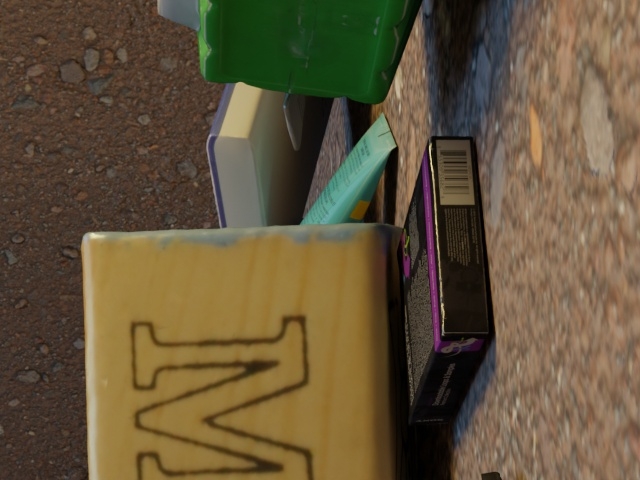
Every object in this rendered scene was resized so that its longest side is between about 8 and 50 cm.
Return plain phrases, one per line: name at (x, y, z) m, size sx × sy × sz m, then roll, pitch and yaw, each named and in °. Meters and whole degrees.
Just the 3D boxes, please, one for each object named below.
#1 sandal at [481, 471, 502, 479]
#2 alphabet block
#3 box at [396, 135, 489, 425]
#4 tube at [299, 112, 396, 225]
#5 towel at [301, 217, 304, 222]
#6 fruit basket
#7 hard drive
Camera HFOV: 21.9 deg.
sandal at (0.074, 0.188, 0.829) m, size 0.067 × 0.040 × 0.179 m, roll -96°, pitch 7°, yaw -48°
alphabet block at (-0.039, 0.090, 1.088) m, size 0.192 × 0.193 × 0.197 m, roll 6°, pitch -98°, yaw -80°
box at (0.068, 0.027, 0.941) m, size 0.162 × 0.029 × 0.116 m, roll 103°, pitch 166°, yaw -67°
tube at (0.000, 0.000, 1.274) m, size 0.207 × 0.052 × 0.080 m, roll -60°, pitch 20°, yaw 17°
towel at (-0.027, 0.077, 1.643) m, size 0.275 × 0.031 × 0.199 m, roll 13°, pitch -98°, yaw -82°
fruit basket at (-0.004, -0.271, 0.916) m, size 0.327 × 0.165 × 0.353 m, roll 101°, pitch 170°, yaw -70°
hard drive at (-0.033, -0.122, 1.431) m, size 0.210 × 0.040 × 0.319 m, roll 84°, pitch -165°, yaw -46°
